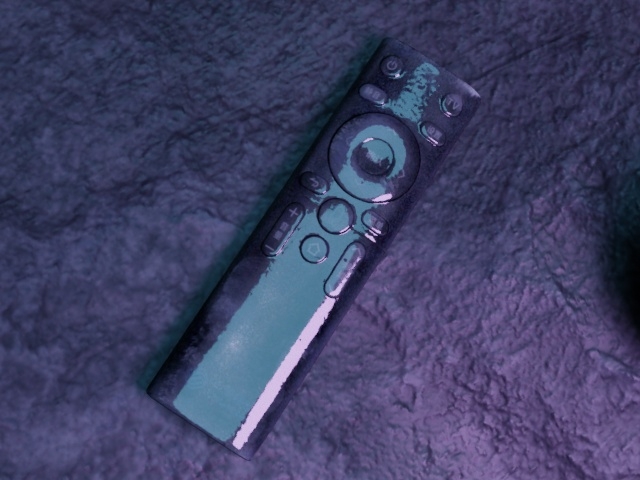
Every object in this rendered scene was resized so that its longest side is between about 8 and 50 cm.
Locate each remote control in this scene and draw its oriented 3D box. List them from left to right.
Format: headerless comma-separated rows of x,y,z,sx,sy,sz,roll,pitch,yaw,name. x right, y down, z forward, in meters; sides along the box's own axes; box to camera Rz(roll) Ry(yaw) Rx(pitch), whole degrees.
0.000,0.000,0.818,0.107,0.044,0.378,34,80,-3,remote control
